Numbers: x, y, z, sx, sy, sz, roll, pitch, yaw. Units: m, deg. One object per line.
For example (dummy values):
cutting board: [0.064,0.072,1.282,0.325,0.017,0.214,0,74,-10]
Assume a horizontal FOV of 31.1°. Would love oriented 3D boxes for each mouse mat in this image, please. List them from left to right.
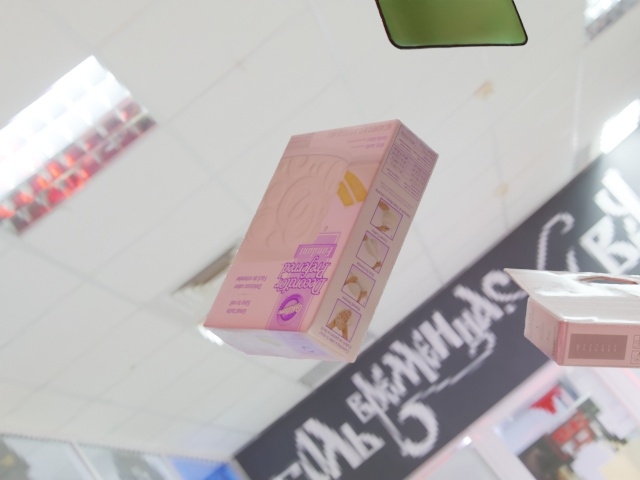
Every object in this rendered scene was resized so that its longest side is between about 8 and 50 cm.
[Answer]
mouse mat: [0.141,-0.286,1.325,0.190,0.152,0.007,-5,-23,-27]

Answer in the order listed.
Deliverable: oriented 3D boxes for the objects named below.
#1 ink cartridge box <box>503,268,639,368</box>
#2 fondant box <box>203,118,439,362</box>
ink cartridge box: [0.422,0.106,1.566,0.296,0.066,0.261,3,12,-9]
fondant box: [0.000,0.000,1.601,0.238,0.096,0.330,-3,58,50]
